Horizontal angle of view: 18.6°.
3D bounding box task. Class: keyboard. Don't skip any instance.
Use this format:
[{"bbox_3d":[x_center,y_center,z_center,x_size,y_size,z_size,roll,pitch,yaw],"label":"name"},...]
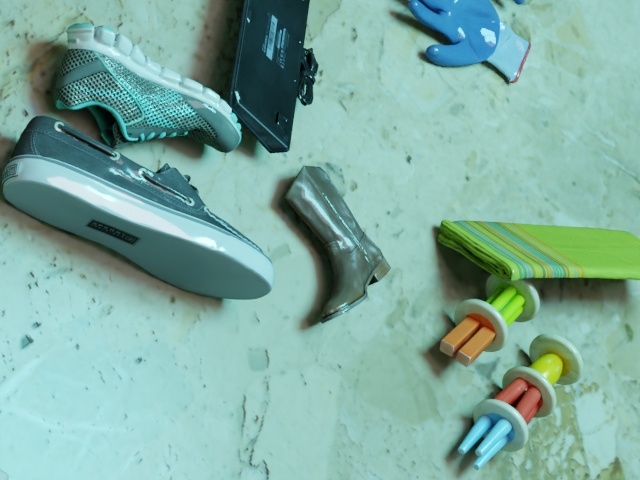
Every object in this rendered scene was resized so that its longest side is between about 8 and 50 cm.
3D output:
[{"bbox_3d":[-0.038,-0.156,1.613,0.108,0.023,0.180,41,45,-41],"label":"keyboard"}]

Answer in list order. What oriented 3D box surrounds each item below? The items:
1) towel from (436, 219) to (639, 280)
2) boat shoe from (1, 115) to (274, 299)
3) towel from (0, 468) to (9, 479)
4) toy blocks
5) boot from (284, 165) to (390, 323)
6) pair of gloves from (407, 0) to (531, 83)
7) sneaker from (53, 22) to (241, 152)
[{"bbox_3d":[0.220,0.014,1.722,0.237,0.102,0.021,2,114,-38],"label":"towel"},{"bbox_3d":[-0.130,-0.027,1.468,0.228,0.080,0.076,23,60,-21],"label":"boat shoe"},{"bbox_3d":[-0.332,0.200,1.224,0.187,0.049,0.282,42,51,-18],"label":"towel"},{"bbox_3d":[0.145,0.111,1.640,0.123,0.054,0.148,54,49,-8],"label":"toy blocks"},{"bbox_3d":[0.000,0.000,1.581,0.114,0.037,0.106,56,35,-10],"label":"boot"},{"bbox_3d":[0.148,-0.239,1.788,0.159,0.023,0.198,34,68,-34],"label":"pair of gloves"},{"bbox_3d":[-0.138,-0.100,1.508,0.166,0.065,0.076,29,76,-27],"label":"sneaker"}]
